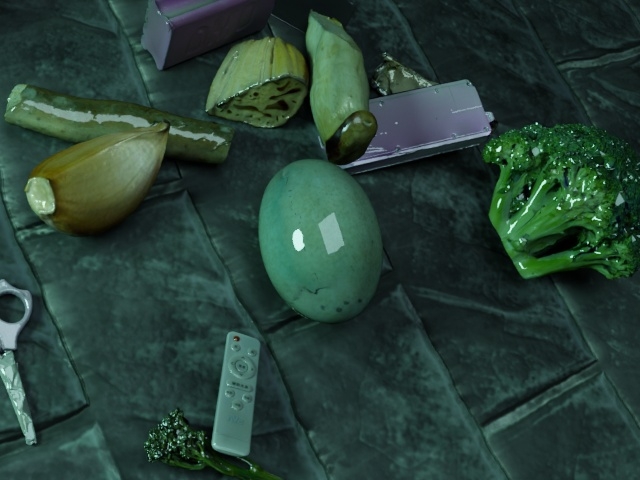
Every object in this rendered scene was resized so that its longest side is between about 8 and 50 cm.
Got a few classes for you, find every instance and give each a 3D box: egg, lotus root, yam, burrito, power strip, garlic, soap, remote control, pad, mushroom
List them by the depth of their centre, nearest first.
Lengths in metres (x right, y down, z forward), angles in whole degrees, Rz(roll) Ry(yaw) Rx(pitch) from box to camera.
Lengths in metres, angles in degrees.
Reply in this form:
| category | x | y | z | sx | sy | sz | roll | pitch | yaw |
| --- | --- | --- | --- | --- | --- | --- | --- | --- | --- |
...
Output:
| category | x | y | z | sx | sy | sz | roll | pitch | yaw |
| --- | --- | --- | --- | --- | --- | --- | --- | --- | --- |
| remote control | -0.110 | 0.199 | 1.157 | 0.050 | 0.027 | 0.184 | 21 | 43 | -17 |
| garlic | -0.299 | -0.089 | 1.193 | 0.206 | 0.128 | 0.115 | -37 | 48 | -23 |
| egg | 0.000 | 0.000 | 1.227 | 0.169 | 0.169 | 0.237 | -6 | 66 | -22 |
| yam | -0.280 | -0.161 | 1.259 | 0.317 | 0.067 | 0.071 | 10 | 38 | -17 |
| mushroom | 0.024 | -0.254 | 1.348 | 0.087 | 0.107 | 0.333 | 12 | 48 | -21 |
| soap | -0.168 | -0.345 | 1.353 | 0.203 | 0.122 | 0.065 | -29 | 78 | -27 |
| lotus root | -0.083 | -0.240 | 1.362 | 0.159 | 0.095 | 0.135 | -6 | 56 | 22 |
| power strip | 0.131 | -0.179 | 1.398 | 0.278 | 0.037 | 0.109 | -13 | 70 | -9 |
| burrito | 0.188 | -0.230 | 1.469 | 0.229 | 0.058 | 0.063 | 29 | 55 | -8 |
| pad | -0.026 | -0.398 | 1.497 | 0.157 | 0.003 | 0.112 | 27 | 60 | -6 |

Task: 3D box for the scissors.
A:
| category | x | y | z | sx | sy | sz | roll | pitch | yaw |
| --- | --- | --- | --- | --- | --- | --- | --- | --- | --- |
| scissors | -0.390 | 0.152 | 1.102 | 0.110 | 0.021 | 0.212 | -18 | 73 | -24 |

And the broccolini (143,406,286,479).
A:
| category | x | y | z | sx | sy | sz | roll | pitch | yaw |
| --- | --- | --- | --- | --- | --- | --- | --- | --- | --- |
| broccolini | -0.121 | 0.273 | 1.122 | 0.201 | 0.058 | 0.074 | 21 | 68 | -9 |

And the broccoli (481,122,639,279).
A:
| category | x | y | z | sx | sy | sz | roll | pitch | yaw |
| --- | --- | --- | --- | --- | --- | --- | --- | --- | --- |
| broccoli | 0.385 | -0.059 | 1.385 | 0.245 | 0.265 | 0.295 | -32 | 70 | 6 |
